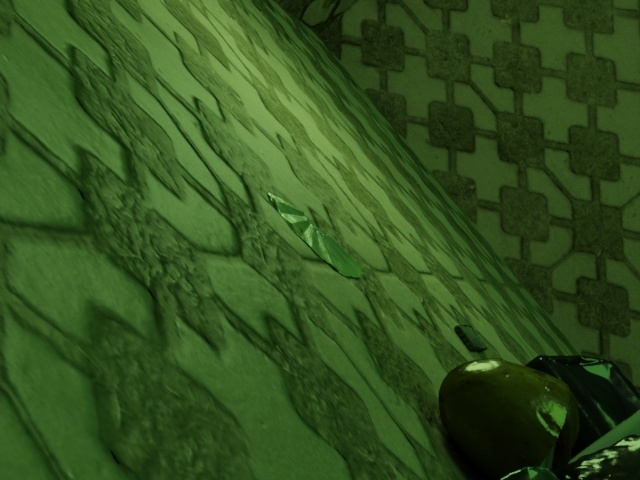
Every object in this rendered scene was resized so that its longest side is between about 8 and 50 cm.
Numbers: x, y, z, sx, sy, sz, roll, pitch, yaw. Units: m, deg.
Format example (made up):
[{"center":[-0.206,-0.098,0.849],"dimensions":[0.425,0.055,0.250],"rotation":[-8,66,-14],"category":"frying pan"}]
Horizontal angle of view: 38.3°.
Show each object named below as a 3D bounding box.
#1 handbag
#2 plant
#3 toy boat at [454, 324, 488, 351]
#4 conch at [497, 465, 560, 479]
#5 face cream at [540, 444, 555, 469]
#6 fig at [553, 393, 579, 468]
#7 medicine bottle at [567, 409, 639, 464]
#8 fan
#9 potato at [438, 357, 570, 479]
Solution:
[{"center":[0.533,0.376,1.795],"dimensions":[0.275,0.178,0.302],"rotation":[12,34,-43],"category":"handbag"},{"center":[0.472,0.387,1.311],"dimensions":[0.199,0.276,0.188],"rotation":[-107,-176,-63],"category":"plant"},{"center":[0.312,0.202,1.909],"dimensions":[0.063,0.016,0.115],"rotation":[54,15,20],"category":"toy boat"},{"center":[0.298,0.383,1.158],"dimensions":[0.175,0.122,0.188],"rotation":[-3,47,-35],"category":"conch"},{"center":[0.327,0.331,1.447],"dimensions":[0.314,0.089,0.143],"rotation":[-37,129,-76],"category":"face cream"},{"center":[0.417,0.370,1.637],"dimensions":[0.124,0.124,0.236],"rotation":[21,49,-62],"category":"fig"},{"center":[0.481,0.387,1.487],"dimensions":[0.139,0.225,0.139],"rotation":[45,14,-14],"category":"medicine bottle"},{"center":[0.000,0.000,1.509],"dimensions":[0.240,0.009,0.131],"rotation":[40,19,-34],"category":"fan"},{"center":[0.245,0.241,1.317],"dimensions":[0.158,0.178,0.203],"rotation":[32,40,-1],"category":"potato"}]
